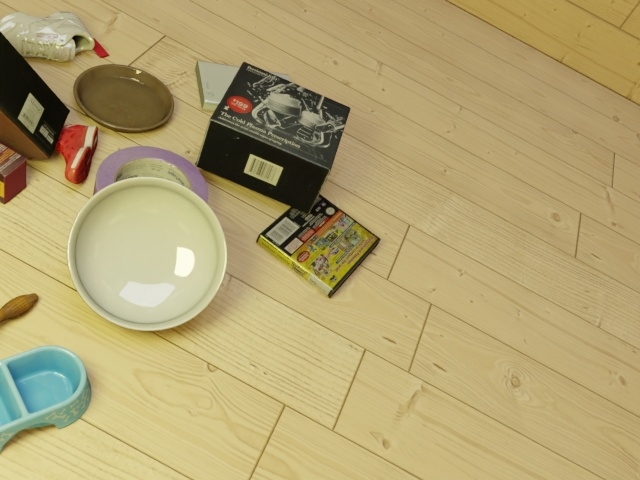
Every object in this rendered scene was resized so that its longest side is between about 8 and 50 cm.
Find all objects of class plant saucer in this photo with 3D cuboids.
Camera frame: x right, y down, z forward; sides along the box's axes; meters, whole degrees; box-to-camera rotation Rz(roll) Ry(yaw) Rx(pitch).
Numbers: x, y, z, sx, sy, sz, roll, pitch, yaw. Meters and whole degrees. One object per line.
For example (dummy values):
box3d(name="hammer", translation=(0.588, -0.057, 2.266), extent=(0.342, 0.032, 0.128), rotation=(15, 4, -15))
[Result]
box3d(name="plant saucer", translation=(-0.557, -0.398, 1.968), extent=(0.277, 0.041, 0.278), rotation=(14, 46, -15))

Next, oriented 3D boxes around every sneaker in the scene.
box3d(name="sneaker", translation=(-0.647, -0.223, 1.754), extent=(0.128, 0.087, 0.221), rotation=(8, 35, -8))
box3d(name="sneaker", translation=(-0.783, -0.569, 1.957), extent=(0.305, 0.114, 0.152), rotation=(-28, 66, -40))

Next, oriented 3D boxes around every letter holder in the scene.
box3d(name="letter holder", translation=(-0.783, -0.338, 1.629), extent=(0.214, 0.302, 0.152), rotation=(2, 62, 17))

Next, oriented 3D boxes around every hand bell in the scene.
box3d(name="hand bell", translation=(-0.662, 0.165, 1.392), extent=(0.126, 0.126, 0.242), rotation=(37, 31, 9))

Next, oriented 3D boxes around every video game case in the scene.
box3d(name="video game case", translation=(0.000, 0.000, 1.884), extent=(0.248, 0.035, 0.275), rotation=(37, 45, 9))

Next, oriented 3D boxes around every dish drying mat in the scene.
box3d(name="dish drying mat", translation=(-0.674, -0.581, 2.097), extent=(0.032, 0.008, 0.083), rotation=(-27, 67, -39))

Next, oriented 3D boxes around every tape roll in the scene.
box3d(name="tape roll", translation=(-0.426, -0.111, 1.740), extent=(0.274, 0.090, 0.275), rotation=(14, 46, -15))

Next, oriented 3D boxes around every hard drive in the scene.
box3d(name="hard drive", translation=(-0.231, -0.472, 2.189), extent=(0.307, 0.040, 0.203), rotation=(3, 50, -24))

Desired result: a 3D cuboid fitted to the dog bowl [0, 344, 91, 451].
box3d(name="dog bowl", translation=(-0.581, 0.297, 1.316), extent=(0.297, 0.074, 0.166), rotation=(-18, 60, -37))

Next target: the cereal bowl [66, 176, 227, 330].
box3d(name="cereal bowl", translation=(-0.385, 0.033, 1.547), extent=(0.338, 0.141, 0.339), rotation=(2, 84, -18))

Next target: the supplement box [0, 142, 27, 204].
box3d(name="supplement box", translation=(-0.790, -0.183, 1.620), extent=(0.188, 0.104, 0.081), rotation=(30, 45, 2))

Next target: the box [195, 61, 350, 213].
box3d(name="box", translation=(-0.125, -0.292, 1.938), extent=(0.343, 0.179, 0.313), rotation=(22, 43, -6))
